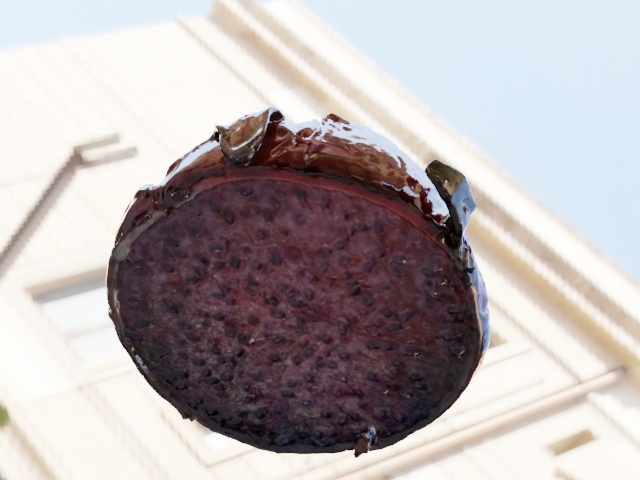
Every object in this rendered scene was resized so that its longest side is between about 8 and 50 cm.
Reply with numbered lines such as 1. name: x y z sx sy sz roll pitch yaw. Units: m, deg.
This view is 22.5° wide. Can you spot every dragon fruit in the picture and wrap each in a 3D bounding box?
1. dragon fruit: -0.003 0.002 0.937 0.218 0.148 0.224 8 -52 8
